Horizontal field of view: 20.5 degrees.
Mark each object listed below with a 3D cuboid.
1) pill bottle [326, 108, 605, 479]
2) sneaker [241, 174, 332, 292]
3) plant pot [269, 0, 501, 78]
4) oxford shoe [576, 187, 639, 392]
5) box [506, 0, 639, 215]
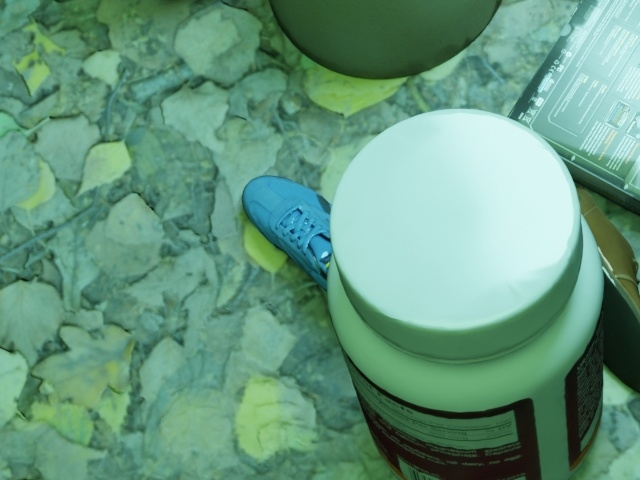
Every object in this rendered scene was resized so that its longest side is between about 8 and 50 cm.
[{"bbox_3d":[0.125,0.067,1.479,0.224,0.392,0.224,-4,63,7],"label":"pill bottle"},{"bbox_3d":[0.000,0.000,1.707,0.209,0.082,0.069,42,89,21],"label":"sneaker"},{"bbox_3d":[0.041,-0.322,1.686,0.256,0.274,0.256,-3,73,11],"label":"plant pot"},{"bbox_3d":[0.275,0.041,1.645,0.076,0.076,0.212,-20,79,-36],"label":"oxford shoe"},{"bbox_3d":[0.311,-0.154,1.694,0.183,0.056,0.231,30,83,18],"label":"box"}]
